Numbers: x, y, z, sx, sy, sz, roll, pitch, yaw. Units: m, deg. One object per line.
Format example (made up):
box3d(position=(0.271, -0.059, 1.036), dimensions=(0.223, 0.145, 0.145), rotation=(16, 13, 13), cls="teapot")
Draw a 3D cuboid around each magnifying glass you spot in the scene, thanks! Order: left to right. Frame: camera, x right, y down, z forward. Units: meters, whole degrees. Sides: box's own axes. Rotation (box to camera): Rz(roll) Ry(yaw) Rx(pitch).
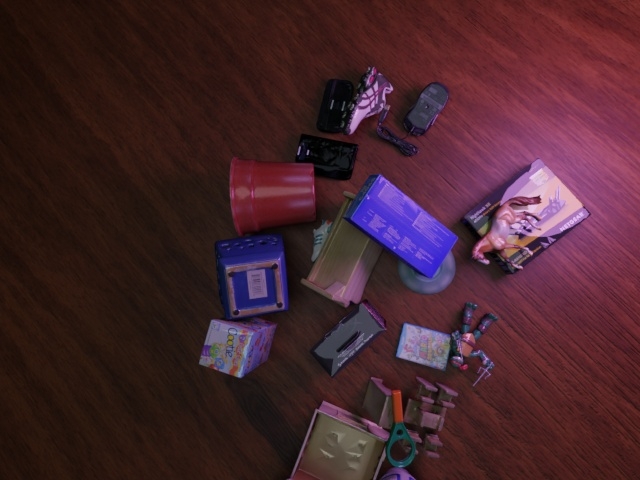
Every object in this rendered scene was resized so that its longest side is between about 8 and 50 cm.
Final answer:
box3d(position=(0.236, 0.568, 1.281), dimensions=(0.092, 0.026, 0.231), rotation=(-5, 94, -12), cls="magnifying glass")

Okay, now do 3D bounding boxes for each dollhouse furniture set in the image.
box3d(position=(0.283, 0.547, 1.384), dimensions=(0.242, 0.161, 0.212), rotation=(18, 88, -12), cls="dollhouse furniture set")

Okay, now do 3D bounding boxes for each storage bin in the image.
box3d(position=(0.067, 0.710, 1.386), dimensions=(0.260, 0.123, 0.262), rotation=(20, 88, 11), cls="storage bin")

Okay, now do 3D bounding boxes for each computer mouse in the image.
box3d(position=(0.316, -0.445, 1.491), dimensions=(0.184, 0.060, 0.262), rotation=(30, 101, 6), cls="computer mouse")

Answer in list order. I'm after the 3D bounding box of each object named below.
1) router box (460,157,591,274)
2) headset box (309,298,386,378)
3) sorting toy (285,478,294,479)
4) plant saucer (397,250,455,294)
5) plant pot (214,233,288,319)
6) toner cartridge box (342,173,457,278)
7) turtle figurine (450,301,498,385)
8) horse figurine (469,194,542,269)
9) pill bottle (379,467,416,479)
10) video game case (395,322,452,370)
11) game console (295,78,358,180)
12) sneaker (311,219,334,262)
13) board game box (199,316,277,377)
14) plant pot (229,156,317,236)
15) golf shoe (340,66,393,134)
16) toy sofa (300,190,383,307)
box3d(position=(0.661, -0.076, 1.388), dimensions=(0.309, 0.081, 0.243), rotation=(-39, 80, 3), cls="router box")
box3d(position=(0.093, 0.299, 1.334), dimensions=(0.218, 0.293, 0.110), rotation=(-43, 80, 2), cls="headset box")
box3d(position=(-0.065, 0.849, 1.337), dimensions=(0.196, 0.047, 0.348), rotation=(33, 124, 2), cls="sorting toy")
box3d(position=(0.361, 0.087, 1.443), dimensions=(0.194, 0.037, 0.195), rotation=(-1, 84, 10), cls="plant saucer")
box3d(position=(-0.219, 0.121, 1.382), dimensions=(0.235, 0.212, 0.236), rotation=(-7, 105, -11), cls="plant pot")
box3d(position=(0.254, -0.041, 1.334), dimensions=(0.348, 0.075, 0.165), rotation=(36, 84, -19), cls="toner cartridge box")
box3d(position=(0.472, 0.327, 1.360), dimensions=(0.175, 0.118, 0.234), rotation=(32, 74, -18), cls="turtle figurine")
box3d(position=(0.585, -0.030, 1.322), dimensions=(0.174, 0.066, 0.263), rotation=(21, 91, 4), cls="horse figurine")
box3d(position=(0.237, 0.796, 1.274), dimensions=(0.152, 0.272, 0.152), rotation=(-1, 84, 9), cls="pill bottle")
box3d(position=(0.349, 0.356, 1.430), dimensions=(0.166, 0.015, 0.119), rotation=(14, 87, 10), cls="video game case")
box3d(position=(0.047, -0.408, 1.537), dimensions=(0.213, 0.044, 0.361), rotation=(14, 87, 8), cls="game console")
box3d(position=(0.000, 0.000, 1.505), dimensions=(0.075, 0.057, 0.161), rotation=(29, 91, 27), cls="sneaker")
box3d(position=(-0.260, 0.333, 1.395), dimensions=(0.142, 0.275, 0.144), rotation=(15, 87, 10), cls="board game box")
box3d(position=(-0.148, -0.154, 1.444), dimensions=(0.265, 0.272, 0.272), rotation=(-3, 84, 1), cls="plant pot")
box3d(position=(0.162, -0.470, 1.473), dimensions=(0.120, 0.105, 0.273), rotation=(30, 77, -14), cls="golf shoe")
box3d(position=(0.100, 0.033, 1.449), dimensions=(0.150, 0.177, 0.363), rotation=(25, 89, 35), cls="toy sofa")
